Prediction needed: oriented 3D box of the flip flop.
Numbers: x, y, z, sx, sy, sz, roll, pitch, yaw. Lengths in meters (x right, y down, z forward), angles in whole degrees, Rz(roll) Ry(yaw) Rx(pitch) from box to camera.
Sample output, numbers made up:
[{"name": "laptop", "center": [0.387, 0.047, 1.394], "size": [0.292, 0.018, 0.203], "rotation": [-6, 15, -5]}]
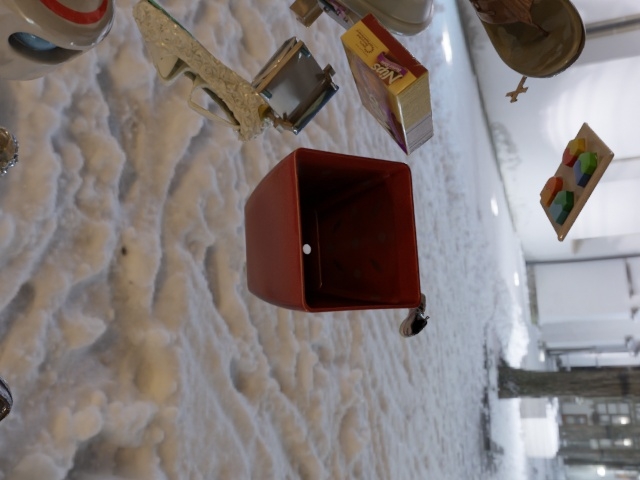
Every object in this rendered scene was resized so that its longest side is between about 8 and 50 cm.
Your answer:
[{"name": "flip flop", "center": [0.238, -0.329, 0.854], "size": [0.080, 0.112, 0.277], "rotation": [-8, 69, -49]}]

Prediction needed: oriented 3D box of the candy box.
[{"name": "candy box", "center": [0.091, -0.194, 0.845], "size": [0.109, 0.053, 0.186], "rotation": [51, -1, 18]}]

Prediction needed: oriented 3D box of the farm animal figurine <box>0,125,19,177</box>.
[{"name": "farm animal figurine", "center": [-0.719, -0.102, 1.103], "size": [0.326, 0.330, 0.172], "rotation": [-63, -172, -5]}]

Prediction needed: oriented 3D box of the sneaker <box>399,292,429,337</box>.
[{"name": "sneaker", "center": [0.194, 0.145, 1.280], "size": [0.098, 0.038, 0.069], "rotation": [-67, -165, -18]}]

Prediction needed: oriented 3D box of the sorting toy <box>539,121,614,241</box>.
[{"name": "sorting toy", "center": [0.493, -0.121, 1.298], "size": [0.208, 0.038, 0.193], "rotation": [-74, -176, -62]}]

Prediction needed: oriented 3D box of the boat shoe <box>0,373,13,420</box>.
[{"name": "boat shoe", "center": [-0.564, 0.201, 0.876], "size": [0.130, 0.132, 0.355], "rotation": [47, 1, 39]}]

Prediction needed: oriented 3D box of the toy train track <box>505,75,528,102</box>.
[{"name": "toy train track", "center": [0.364, -0.277, 1.186], "size": [0.014, 0.048, 0.083], "rotation": [42, 65, -26]}]

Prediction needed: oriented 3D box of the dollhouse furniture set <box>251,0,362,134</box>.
[{"name": "dollhouse furniture set", "center": [-0.077, -0.400, 1.283], "size": [0.198, 0.303, 0.286], "rotation": [43, 5, 21]}]

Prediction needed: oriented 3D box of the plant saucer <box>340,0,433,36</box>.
[{"name": "plant saucer", "center": [0.069, -0.517, 1.053], "size": [0.400, 0.100, 0.400], "rotation": [28, 44, -30]}]

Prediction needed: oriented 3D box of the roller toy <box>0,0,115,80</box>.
[{"name": "roller toy", "center": [-0.345, -0.300, 0.770], "size": [0.191, 0.146, 0.209], "rotation": [54, 32, -33]}]

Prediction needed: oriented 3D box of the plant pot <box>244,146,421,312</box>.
[{"name": "plant pot", "center": [0.000, 0.000, 1.206], "size": [0.267, 0.236, 0.267], "rotation": [2, 81, -38]}]

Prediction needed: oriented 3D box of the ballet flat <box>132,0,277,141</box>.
[{"name": "ballet flat", "center": [-0.277, -0.371, 1.470], "size": [0.409, 0.147, 0.147], "rotation": [38, 33, -7]}]
